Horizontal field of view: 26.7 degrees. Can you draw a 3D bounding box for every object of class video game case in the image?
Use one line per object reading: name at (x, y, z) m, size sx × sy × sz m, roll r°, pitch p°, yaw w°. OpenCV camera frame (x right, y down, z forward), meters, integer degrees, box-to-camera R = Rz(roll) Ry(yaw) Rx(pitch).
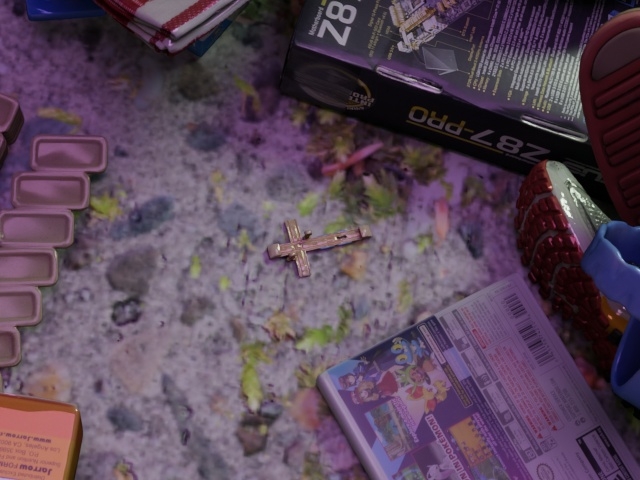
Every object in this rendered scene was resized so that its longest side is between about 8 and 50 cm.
video game case at (0.123, 0.148, 1.008) m, size 0.183 × 0.023 × 0.201 m, roll -26°, pitch 76°, yaw -17°

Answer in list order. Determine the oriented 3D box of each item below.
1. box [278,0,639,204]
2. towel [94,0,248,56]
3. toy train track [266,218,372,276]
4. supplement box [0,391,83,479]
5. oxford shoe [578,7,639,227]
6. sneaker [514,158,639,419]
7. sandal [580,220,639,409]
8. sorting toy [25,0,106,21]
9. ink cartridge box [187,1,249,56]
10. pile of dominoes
box at (0.173, -0.256, 1.132) m, size 0.318 × 0.097 × 0.395 m, roll 18°, pitch 68°, yaw -3°
towel at (-0.121, -0.284, 1.017) m, size 0.237 × 0.037 × 0.329 m, roll -38°, pitch 59°, yaw -17°
toy train track at (0.000, 0.000, 1.051) m, size 0.083 × 0.014 × 0.048 m, roll -12°, pitch 71°, yaw -13°
supplement box at (-0.217, 0.224, 0.900) m, size 0.080 × 0.078 × 0.233 m, roll 8°, pitch 68°, yaw -5°
oxford shoe at (0.293, -0.049, 0.998) m, size 0.348 × 0.123 × 0.130 m, roll 49°, pitch 29°, yaw -29°
sneaker at (0.232, 0.033, 1.042) m, size 0.092 × 0.088 × 0.225 m, roll -32°, pitch 86°, yaw -22°
sandal at (0.263, 0.084, 0.927) m, size 0.138 × 0.126 × 0.317 m, roll -14°, pitch 111°, yaw 4°
sorting toy at (-0.238, -0.325, 1.127) m, size 0.196 × 0.047 × 0.348 m, roll -22°, pitch 74°, yaw -19°
ink cartridge box at (-0.084, -0.214, 1.062) m, size 0.052 × 0.122 × 0.088 m, roll 35°, pitch 69°, yaw 6°
pile of dominoes at (-0.288, 0.005, 1.009) m, size 0.196 × 0.040 × 0.251 m, roll 20°, pitch 76°, yaw -1°
